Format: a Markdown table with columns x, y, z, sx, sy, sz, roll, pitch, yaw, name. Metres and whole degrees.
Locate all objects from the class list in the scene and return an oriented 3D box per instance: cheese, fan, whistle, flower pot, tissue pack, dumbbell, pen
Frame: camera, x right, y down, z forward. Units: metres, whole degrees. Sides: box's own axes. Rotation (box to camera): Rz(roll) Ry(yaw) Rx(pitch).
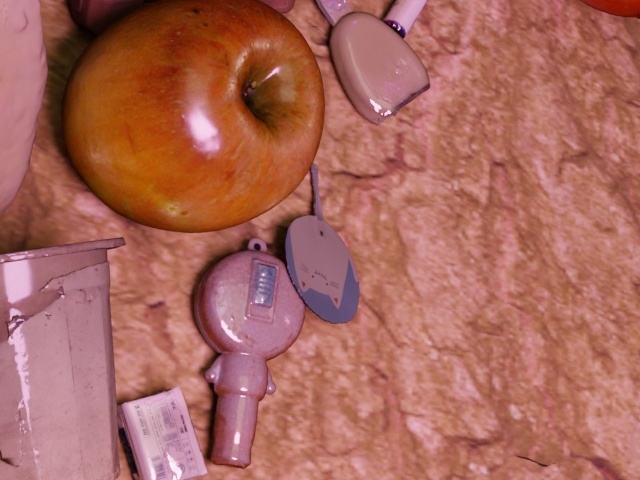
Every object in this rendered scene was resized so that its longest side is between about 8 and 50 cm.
| x | y | z | sx | sy | sz | roll | pitch | yaw | name |
| --- | --- | --- | --- | --- | --- | --- | --- | --- | --- |
| 0.035 | -0.216 | 1.413 | 0.097 | 0.037 | 0.192 | -36 | 93 | -31 | cheese |
| 0.000 | 0.000 | 1.329 | 0.113 | 0.005 | 0.175 | 27 | 49 | -45 | fan |
| -0.346 | -0.129 | 1.145 | 0.173 | 0.251 | 0.248 | -39 | 130 | -42 | cheese |
| -0.070 | 0.101 | 1.258 | 0.107 | 0.057 | 0.220 | 16 | 71 | -24 | whistle |
| -0.250 | 0.108 | 1.093 | 0.212 | 0.212 | 0.203 | -6 | 86 | -28 | flower pot |
| -0.143 | 0.178 | 1.206 | 0.062 | 0.042 | 0.083 | -15 | 82 | -27 | tissue pack |
| -0.131 | -0.252 | 1.315 | 0.230 | 0.092 | 0.082 | -14 | 52 | -29 | dumbbell |
| 0.136 | -0.323 | 1.498 | 0.033 | 0.033 | 0.269 | 37 | 62 | -12 | pen |

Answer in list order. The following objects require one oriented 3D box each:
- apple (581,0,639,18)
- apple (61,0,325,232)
| x | y | z | sx | sy | sz | roll | pitch | yaw | name |
| --- | --- | --- | --- | --- | --- | --- | --- | --- | --- |
| 0.347 | -0.384 | 1.501 | 0.206 | 0.251 | 0.272 | 24 | 77 | 1 | apple |
| -0.119 | -0.117 | 1.231 | 0.237 | 0.207 | 0.237 | 9 | 77 | -43 | apple |
